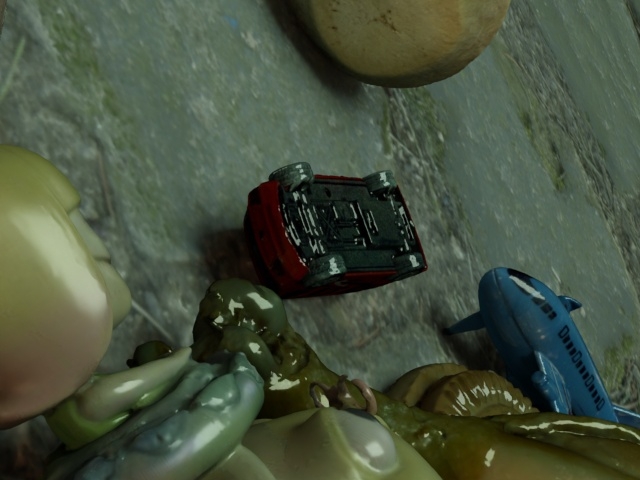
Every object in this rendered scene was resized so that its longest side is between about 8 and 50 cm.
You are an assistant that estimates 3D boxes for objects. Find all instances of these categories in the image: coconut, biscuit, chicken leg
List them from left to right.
[{"bbox_3d":[0.078,-0.249,1.217,0.202,0.202,0.222,52,33,-24],"label":"coconut"},{"bbox_3d":[0.077,0.148,0.875,0.429,0.201,0.153,29,4,-14],"label":"chicken leg"},{"bbox_3d":[0.132,0.213,1.074,0.259,0.079,0.259,37,40,-40],"label":"biscuit"}]

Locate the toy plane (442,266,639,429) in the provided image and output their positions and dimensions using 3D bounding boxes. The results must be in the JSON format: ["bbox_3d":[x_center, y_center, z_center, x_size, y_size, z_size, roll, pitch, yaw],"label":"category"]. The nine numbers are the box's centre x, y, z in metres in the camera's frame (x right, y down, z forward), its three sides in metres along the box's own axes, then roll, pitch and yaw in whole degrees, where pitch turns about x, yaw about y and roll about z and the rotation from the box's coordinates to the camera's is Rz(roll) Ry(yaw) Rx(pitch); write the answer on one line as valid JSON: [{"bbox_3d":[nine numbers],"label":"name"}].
[{"bbox_3d":[0.206,0.117,1.244,0.271,0.105,0.254,44,31,-31],"label":"toy plane"}]

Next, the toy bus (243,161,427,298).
[{"bbox_3d":[0.000,0.000,1.000,0.195,0.089,0.081,-1,69,-61],"label":"toy bus"}]

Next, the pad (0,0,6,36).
[{"bbox_3d":[-0.230,-0.147,0.811,0.113,0.006,0.188,39,36,-39],"label":"pad"}]

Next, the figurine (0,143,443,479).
[{"bbox_3d":[-0.104,0.116,0.679,0.274,0.226,0.394,-41,100,-32],"label":"figurine"}]
